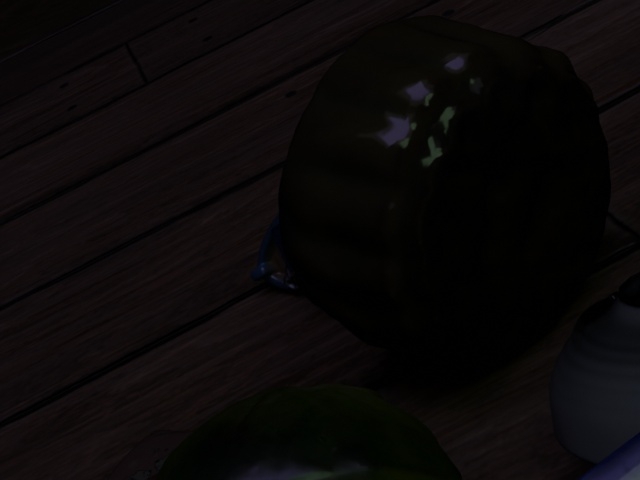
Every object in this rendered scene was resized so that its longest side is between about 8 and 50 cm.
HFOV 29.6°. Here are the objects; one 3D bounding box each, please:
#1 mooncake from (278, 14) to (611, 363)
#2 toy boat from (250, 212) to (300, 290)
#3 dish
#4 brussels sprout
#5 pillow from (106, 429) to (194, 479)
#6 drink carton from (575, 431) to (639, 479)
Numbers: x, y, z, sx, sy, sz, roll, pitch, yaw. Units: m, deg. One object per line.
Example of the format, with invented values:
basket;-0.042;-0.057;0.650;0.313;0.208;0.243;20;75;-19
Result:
mooncake;0.111;-0.040;1.017;0.290;0.290;0.161;-41;38;-25
toy boat;0.000;0.000;1.189;0.097;0.100;0.223;-23;-5;-41
dish;0.276;0.041;0.815;0.273;0.134;0.273;-15;7;2
brussels sprout;-0.003;0.199;0.806;0.219;0.210;0.271;-14;15;11
pillow;-0.160;0.257;0.978;0.135;0.049;0.248;2;43;41
drink carton;0.245;0.223;0.550;0.130;0.106;0.315;-35;57;-13
